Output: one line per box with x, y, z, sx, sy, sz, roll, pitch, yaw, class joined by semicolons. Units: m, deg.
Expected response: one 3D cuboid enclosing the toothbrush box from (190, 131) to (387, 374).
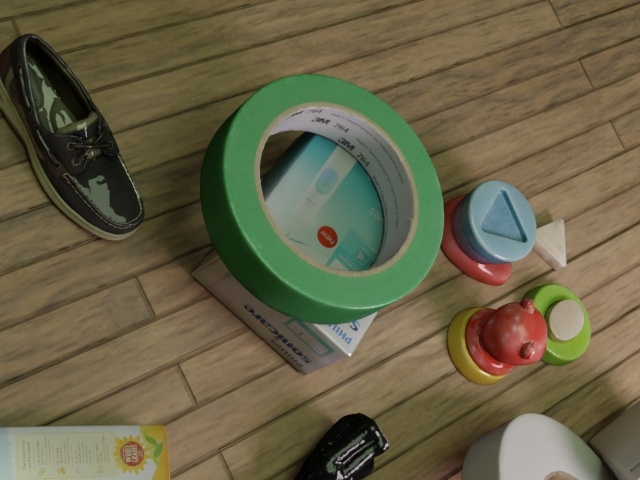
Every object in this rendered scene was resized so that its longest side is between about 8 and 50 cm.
0.000;0.000;1.575;0.216;0.126;0.295;44;56;-11;toothbrush box

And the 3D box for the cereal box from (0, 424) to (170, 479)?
-0.288;0.301;1.321;0.240;0.047;0.173;5;69;-31;cereal box

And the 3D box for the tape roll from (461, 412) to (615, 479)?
0.340;0.426;1.574;0.392;0.072;0.392;36;35;-31;tape roll

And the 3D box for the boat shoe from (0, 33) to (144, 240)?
-0.313;-0.130;1.442;0.103;0.092;0.285;-33;91;-37;boat shoe

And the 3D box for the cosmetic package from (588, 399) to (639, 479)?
0.542;0.372;1.704;0.138;0.224;0.224;-39;96;3;cosmetic package

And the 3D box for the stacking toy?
0.329;0.057;1.762;0.280;0.130;0.308;3;71;-32;stacking toy

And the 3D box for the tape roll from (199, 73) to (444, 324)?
0.006;-0.054;1.476;0.321;0.077;0.321;12;65;-27;tape roll

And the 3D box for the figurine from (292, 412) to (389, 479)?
0.026;0.369;1.484;0.209;0.092;0.215;-35;93;-29;figurine
